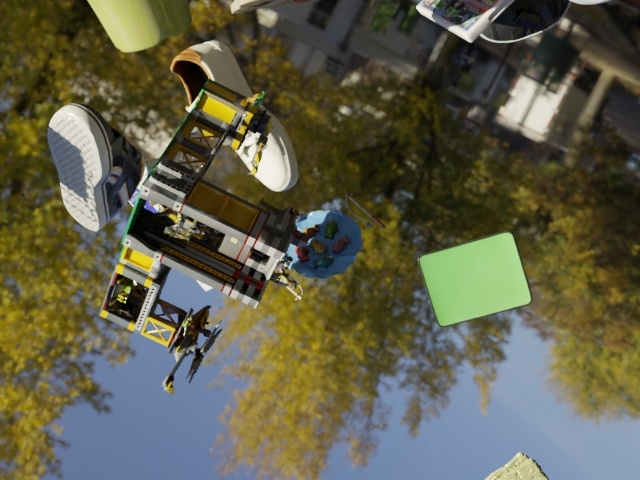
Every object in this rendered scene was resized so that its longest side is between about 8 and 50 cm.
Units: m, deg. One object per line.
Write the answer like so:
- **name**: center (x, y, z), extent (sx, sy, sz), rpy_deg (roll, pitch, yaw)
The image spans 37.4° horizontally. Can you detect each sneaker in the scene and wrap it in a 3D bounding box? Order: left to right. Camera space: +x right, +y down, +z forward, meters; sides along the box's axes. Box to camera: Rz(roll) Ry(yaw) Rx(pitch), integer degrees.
- **sneaker**: center (-0.379, -0.149, 1.620), extent (0.126, 0.127, 0.321), rpy_deg (37, 151, 9)
- **sneaker**: center (-0.154, -0.194, 1.578), extent (0.123, 0.106, 0.290), rpy_deg (-28, -98, -46)

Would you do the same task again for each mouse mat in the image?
- **mouse mat**: center (0.293, 0.074, 1.795), extent (0.189, 0.153, 0.007), rpy_deg (-16, -170, 10)

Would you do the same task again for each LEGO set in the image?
- **LEGO set**: center (-0.112, 0.000, 1.106), extent (0.192, 0.331, 0.255), rpy_deg (26, -146, -4)

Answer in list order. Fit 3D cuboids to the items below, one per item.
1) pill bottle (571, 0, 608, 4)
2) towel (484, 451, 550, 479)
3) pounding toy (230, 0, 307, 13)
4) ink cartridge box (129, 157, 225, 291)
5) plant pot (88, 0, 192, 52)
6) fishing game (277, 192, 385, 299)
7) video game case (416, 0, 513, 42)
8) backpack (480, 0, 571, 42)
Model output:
- **pill bottle**: center (0.398, -0.486, 1.430), extent (0.130, 0.130, 0.246), rpy_deg (19, -130, -31)
- **towel**: center (0.292, 0.381, 1.330), extent (0.148, 0.110, 0.027), rpy_deg (51, -171, -1)
- **pounding toy**: center (-0.023, -0.451, 1.458), extent (0.269, 0.155, 0.154), rpy_deg (-11, -173, 5)
- **ink cartridge box**: center (-0.280, -0.054, 1.864), extent (0.333, 0.065, 0.165), rpy_deg (50, 146, -12)
- **plant pot**: center (-0.404, -0.556, 2.036), extent (0.276, 0.276, 0.254), rpy_deg (44, 157, 58)
- **fishing game**: center (0.000, 0.000, 2.064), extent (0.189, 0.264, 0.041), rpy_deg (44, 165, 35)
- **video game case**: center (0.276, -0.438, 1.634), extent (0.023, 0.183, 0.201), rpy_deg (42, -174, -34)
- **backpack**: center (0.362, -0.518, 1.819), extent (0.191, 0.225, 0.254), rpy_deg (-84, -27, -67)
